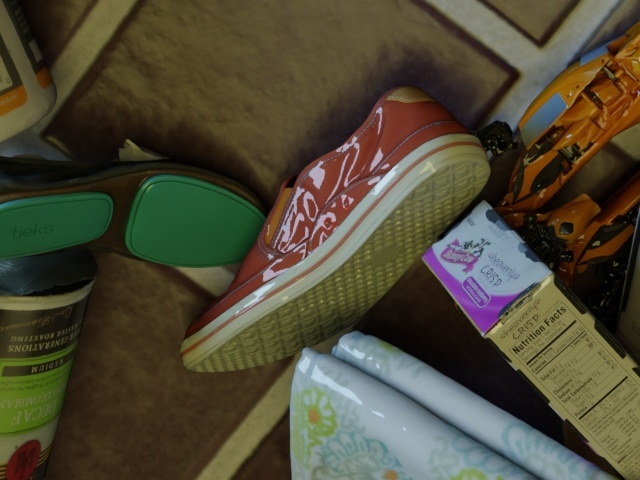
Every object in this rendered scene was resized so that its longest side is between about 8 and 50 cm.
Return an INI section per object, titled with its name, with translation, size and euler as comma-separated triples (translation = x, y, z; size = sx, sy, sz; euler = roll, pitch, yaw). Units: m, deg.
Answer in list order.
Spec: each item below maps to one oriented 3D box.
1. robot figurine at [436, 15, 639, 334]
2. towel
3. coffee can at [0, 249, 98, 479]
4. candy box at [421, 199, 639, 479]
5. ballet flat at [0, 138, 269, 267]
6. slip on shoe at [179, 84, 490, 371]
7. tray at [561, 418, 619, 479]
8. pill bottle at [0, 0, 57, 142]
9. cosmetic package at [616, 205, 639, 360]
[robot figurine]
translation = 0.211, -0.038, 1.513
size = 0.211, 0.085, 0.291
euler = 43, 106, -8
[towel]
translation = 0.126, 0.272, 1.483
size = 0.374, 0.090, 0.320
euler = 29, 138, 30
[coffee can]
translation = -0.310, 0.126, 1.545
size = 0.201, 0.201, 0.275
euler = 15, 108, -1
[candy box]
translation = 0.191, 0.092, 1.423
size = 0.071, 0.159, 0.233
euler = -42, 113, 4
[ballet flat]
translation = -0.170, -0.037, 1.518
size = 0.280, 0.096, 0.095
euler = 4, 125, -37
[slip on shoe]
translation = 0.000, 0.000, 1.527
size = 0.331, 0.123, 0.101
euler = -45, 58, 30
[tray]
translation = 0.326, 0.313, 1.625
size = 0.202, 0.076, 0.411
euler = -6, 108, 7
[pill bottle]
translation = -0.327, -0.200, 1.463
size = 0.162, 0.162, 0.278
euler = -20, 105, 10
[cosmetic package]
translation = 0.394, 0.032, 1.448
size = 0.296, 0.129, 0.153
euler = 2, 112, -17
